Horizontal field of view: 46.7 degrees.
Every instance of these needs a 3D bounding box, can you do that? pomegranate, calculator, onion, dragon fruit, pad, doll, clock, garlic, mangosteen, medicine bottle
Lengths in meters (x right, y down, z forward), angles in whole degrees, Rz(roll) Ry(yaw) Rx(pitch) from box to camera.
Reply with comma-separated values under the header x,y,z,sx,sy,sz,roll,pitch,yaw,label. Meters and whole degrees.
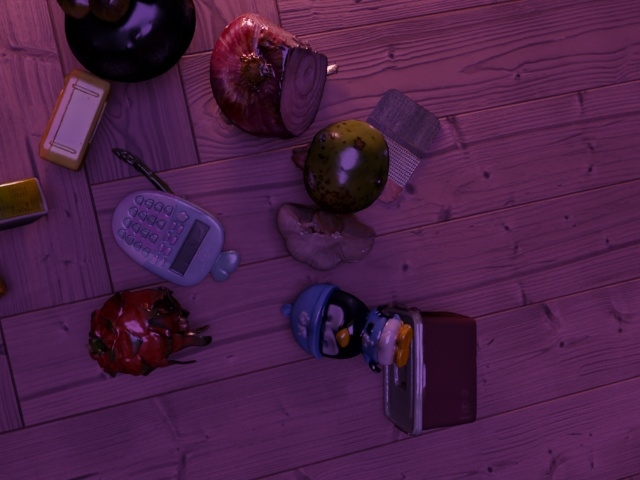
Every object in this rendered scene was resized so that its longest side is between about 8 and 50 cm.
x,y,z,sx,sy,sz,roll,pitch,yaw,label
0.030,-0.168,1.666,0.248,0.214,0.214,16,88,33,pomegranate
-0.324,-0.001,1.666,0.299,0.041,0.185,27,98,-8,calculator
-0.128,-0.358,1.628,0.231,0.272,0.256,18,81,16,onion
-0.377,0.195,1.604,0.274,0.193,0.192,-10,97,-34,dragon fruit
0.108,-0.269,1.746,0.323,0.055,0.249,34,85,-27,pad
0.051,0.195,1.666,0.314,0.141,0.177,14,105,26,doll
-0.525,-0.255,1.588,0.096,0.143,0.202,21,87,-17,clock
0.000,0.000,1.682,0.230,0.178,0.142,23,110,1,garlic
-0.403,-0.472,1.527,0.275,0.302,0.274,-2,69,6,mangosteen
-0.682,-0.062,1.530,0.189,0.132,0.088,-19,92,-44,medicine bottle

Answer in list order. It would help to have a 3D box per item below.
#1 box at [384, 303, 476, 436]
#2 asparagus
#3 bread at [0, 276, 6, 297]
x,y,z,sx,sy,sz,roll,pitch,yaw,label
0.256,0.294,1.720,0.168,0.193,0.293,-1,91,-16,box
-0.376,-0.131,1.676,0.034,0.027,0.236,-44,98,5,asparagus
-0.763,0.045,1.581,0.114,0.083,0.210,-26,95,-14,bread
